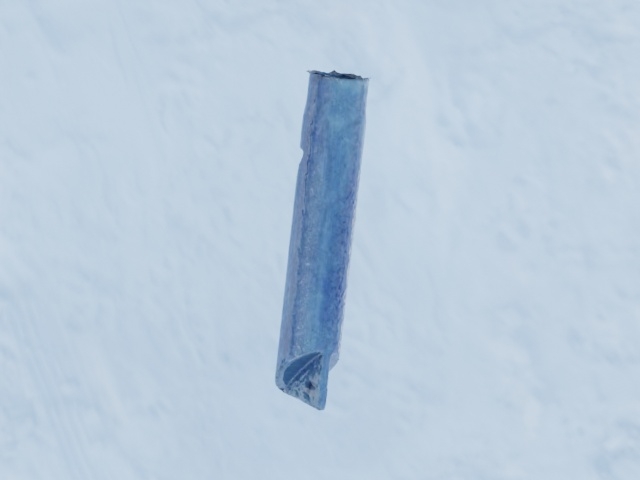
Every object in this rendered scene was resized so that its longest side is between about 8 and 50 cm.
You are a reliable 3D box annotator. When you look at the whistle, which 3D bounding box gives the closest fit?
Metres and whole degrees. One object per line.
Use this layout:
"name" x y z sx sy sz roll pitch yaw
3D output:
"whistle" 0.000 0.000 1.424 0.062 0.062 0.304 3 100 -16
